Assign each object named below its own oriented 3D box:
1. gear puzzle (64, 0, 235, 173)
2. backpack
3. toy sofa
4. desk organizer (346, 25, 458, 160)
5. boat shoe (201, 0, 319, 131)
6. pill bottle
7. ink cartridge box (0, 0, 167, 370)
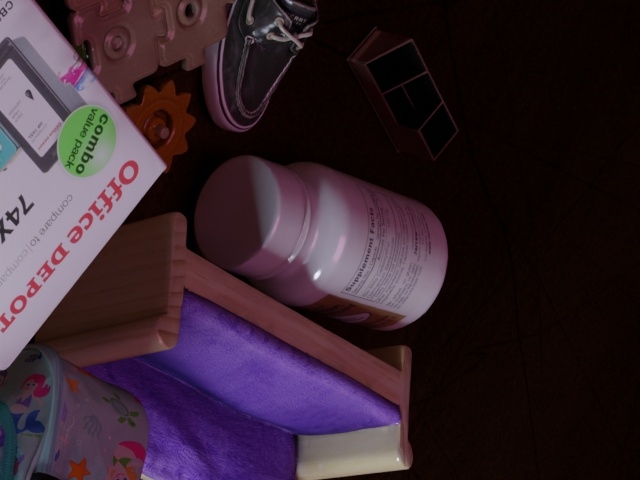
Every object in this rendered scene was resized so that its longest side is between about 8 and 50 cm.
[{"bbox_3d":[-0.149,-0.209,1.399,0.175,0.044,0.339,-31,129,-36],"label":"gear puzzle"},{"bbox_3d":[-0.236,0.199,1.223,0.191,0.225,0.253,36,49,-28],"label":"backpack"},{"bbox_3d":[-0.076,0.129,1.476,0.362,0.150,0.177,33,53,-47],"label":"toy sofa"},{"bbox_3d":[0.080,-0.138,1.649,0.047,0.050,0.130,-50,134,-20],"label":"desk organizer"},{"bbox_3d":[-0.042,-0.197,1.485,0.078,0.070,0.219,5,101,-47],"label":"boat shoe"},{"bbox_3d":[0.000,0.000,1.561,0.229,0.131,0.131,18,92,-48],"label":"pill bottle"},{"bbox_3d":[-0.286,-0.083,1.184,0.198,0.197,0.270,-54,135,-17],"label":"ink cartridge box"}]
